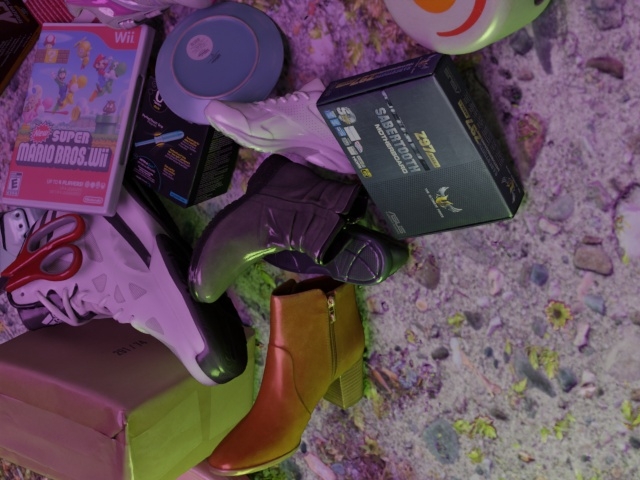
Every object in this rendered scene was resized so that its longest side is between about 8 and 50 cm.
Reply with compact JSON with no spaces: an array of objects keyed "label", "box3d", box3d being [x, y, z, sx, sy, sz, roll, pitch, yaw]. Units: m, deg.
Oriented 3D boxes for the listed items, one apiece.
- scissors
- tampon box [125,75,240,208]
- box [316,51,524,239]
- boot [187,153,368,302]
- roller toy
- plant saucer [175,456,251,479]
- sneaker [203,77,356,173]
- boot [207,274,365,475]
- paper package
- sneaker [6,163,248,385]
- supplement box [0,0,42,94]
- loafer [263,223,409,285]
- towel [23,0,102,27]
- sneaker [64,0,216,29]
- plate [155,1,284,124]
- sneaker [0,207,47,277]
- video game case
[{"label":"scissors","box3d":[-0.461,0.058,1.930,0.297,0.021,0.109,-27,54,15]},{"label":"tampon box","box3d":[-0.190,-0.151,1.923,0.120,0.101,0.161,32,120,22]},{"label":"box","box3d":[0.127,-0.115,1.687,0.183,0.059,0.233,-11,124,36]},{"label":"boot","box3d":[-0.055,-0.002,1.760,0.161,0.246,0.083,24,158,30]},{"label":"roller toy","box3d":[0.176,-0.326,1.579,0.191,0.146,0.209,52,137,7]},{"label":"plant saucer","box3d":[-0.196,0.439,2.103,0.332,0.084,0.332,20,130,25]},{"label":"sneaker","box3d":[-0.040,-0.169,1.782,0.090,0.232,0.115,-137,62,-70]},{"label":"boot","box3d":[-0.055,0.172,1.821,0.104,0.295,0.211,15,124,44]},{"label":"paper package","box3d":[-0.300,0.224,1.986,0.309,0.325,0.168,15,115,29]},{"label":"sneaker","box3d":[-0.292,0.096,1.930,0.257,0.169,0.447,-41,53,5]},{"label":"supplement box","box3d":[-0.569,-0.312,2.076,0.129,0.194,0.191,52,127,9]},{"label":"loafer","box3d":[0.000,0.000,1.859,0.267,0.084,0.096,20,111,32]},{"label":"towel","box3d":[-0.408,-0.471,2.012,0.237,0.037,0.329,-42,82,35]},{"label":"sneaker","box3d":[-0.260,-0.356,1.896,0.252,0.103,0.111,14,125,18]},{"label":"plate","box3d":[-0.143,-0.250,1.836,0.188,0.024,0.188,-5,71,14]},{"label":"sneaker","box3d":[-0.436,0.003,2.154,0.255,0.094,0.151,0,103,34]},{"label":"video game case","box3d":[-0.358,-0.182,1.958,0.204,0.025,0.285,6,80,30]}]
